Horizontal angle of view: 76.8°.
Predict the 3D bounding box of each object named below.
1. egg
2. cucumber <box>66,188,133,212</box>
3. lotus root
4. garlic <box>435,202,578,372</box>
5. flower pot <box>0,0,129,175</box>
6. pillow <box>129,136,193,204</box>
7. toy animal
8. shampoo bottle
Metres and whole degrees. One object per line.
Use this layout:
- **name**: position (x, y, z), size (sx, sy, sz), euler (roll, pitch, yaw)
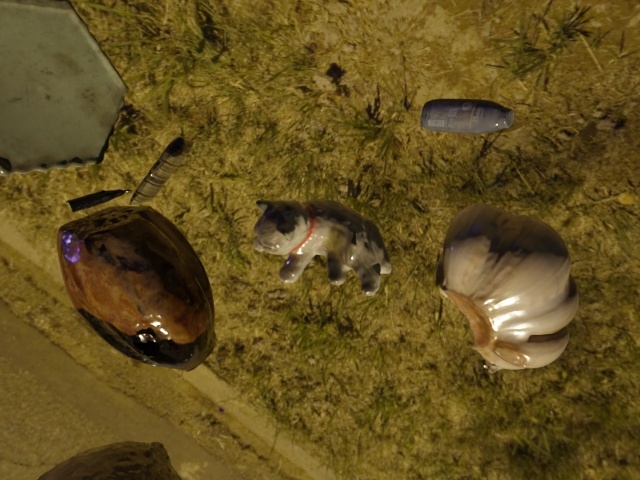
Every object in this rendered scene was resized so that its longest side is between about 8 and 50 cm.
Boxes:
- **egg**: position (-0.311, 0.429, 0.575), size (0.279, 0.279, 0.310), euler (33, 136, -5)
- **cucumber**: position (-0.604, -0.118, 1.108), size (0.043, 0.163, 0.038), euler (30, 133, 31)
- **lotus root**: position (-0.254, 0.083, 0.619), size (0.193, 0.193, 0.290), euler (-12, 116, 16)
- **garlic**: position (0.309, 0.060, 0.639), size (0.281, 0.203, 0.185), euler (51, 141, -3)
- **flower pot**: position (-0.417, -0.206, 0.547), size (0.190, 0.209, 0.239), euler (15, 84, 35)
- **pillow**: position (-0.390, -0.170, 0.994), size (0.038, 0.113, 0.203), euler (40, 94, -7)
- **toy animal**: position (0.000, 0.000, 0.921), size (0.266, 0.307, 0.188), euler (-32, 150, -9)
- **shampoo bottle**: position (0.373, -0.322, 1.045), size (0.234, 0.049, 0.087), euler (18, 103, 42)
